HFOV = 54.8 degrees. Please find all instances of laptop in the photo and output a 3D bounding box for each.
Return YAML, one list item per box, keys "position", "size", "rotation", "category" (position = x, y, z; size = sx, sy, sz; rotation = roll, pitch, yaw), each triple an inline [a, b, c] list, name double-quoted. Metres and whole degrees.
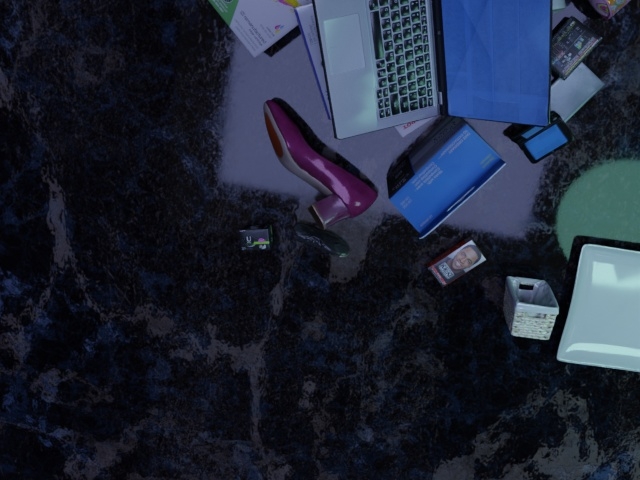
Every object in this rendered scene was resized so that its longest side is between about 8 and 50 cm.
- position: [0.222, -0.396, 1.256]
  size: [0.408, 0.236, 0.382]
  rotation: [-15, 119, -7]
  category: "laptop"

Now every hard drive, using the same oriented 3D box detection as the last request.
- position: [0.621, -0.370, 1.538]
  size: [0.094, 0.022, 0.135]
  rotation: [41, 108, -6]
  category: "hard drive"

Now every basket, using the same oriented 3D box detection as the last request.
- position: [0.552, 0.179, 1.641]
  size: [0.113, 0.167, 0.103]
  rotation: [7, 112, 5]
  category: "basket"

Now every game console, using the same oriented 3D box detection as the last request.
- position: [0.557, -0.256, 1.546]
  size: [0.122, 0.107, 0.071]
  rotation: [-34, 72, 28]
  category: "game console"

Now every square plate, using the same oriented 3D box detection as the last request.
- position: [0.842, 0.187, 1.666]
  size: [0.344, 0.049, 0.347]
  rotation: [7, 108, 5]
  category: "square plate"

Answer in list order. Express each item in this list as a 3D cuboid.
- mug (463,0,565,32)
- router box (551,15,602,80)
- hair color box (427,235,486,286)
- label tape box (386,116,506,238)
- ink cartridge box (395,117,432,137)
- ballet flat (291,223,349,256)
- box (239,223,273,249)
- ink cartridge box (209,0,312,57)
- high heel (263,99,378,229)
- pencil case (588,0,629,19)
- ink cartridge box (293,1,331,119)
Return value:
- position: [0.399, -0.637, 1.319]
  size: [0.374, 0.276, 0.328]
  rotation: [1, 109, 52]
  category: "mug"
- position: [0.599, -0.464, 1.491]
  size: [0.092, 0.038, 0.122]
  rotation: [44, 107, 11]
  category: "router box"
- position: [0.371, 0.058, 1.689]
  size: [0.141, 0.043, 0.072]
  rotation: [-36, 98, 15]
  category: "hair color box"
- position: [0.283, -0.165, 1.471]
  size: [0.115, 0.347, 0.249]
  rotation: [43, 107, -8]
  category: "label tape box"
- position: [0.199, -0.380, 1.469]
  size: [0.160, 0.092, 0.219]
  rotation: [-31, 121, 23]
  category: "ink cartridge box"
- position: [0.000, 0.000, 1.725]
  size: [0.173, 0.049, 0.057]
  rotation: [25, 64, -1]
  category: "ballet flat"
- position: [-0.179, -0.009, 1.734]
  size: [0.083, 0.052, 0.062]
  rotation: [-2, 107, 9]
  category: "box"
- position: [-0.112, -0.613, 1.478]
  size: [0.278, 0.117, 0.201]
  rotation: [-33, 121, 15]
  category: "ink cartridge box"
- position: [-0.005, -0.225, 1.641]
  size: [0.181, 0.127, 0.377]
  rotation: [-29, 98, -15]
  category: "high heel"
- position: [0.724, -0.640, 1.393]
  size: [0.284, 0.124, 0.124]
  rotation: [-41, 98, 18]
  category: "pencil case"
- position: [0.126, -0.473, 1.497]
  size: [0.307, 0.072, 0.303]
  rotation: [-11, 128, 11]
  category: "ink cartridge box"
